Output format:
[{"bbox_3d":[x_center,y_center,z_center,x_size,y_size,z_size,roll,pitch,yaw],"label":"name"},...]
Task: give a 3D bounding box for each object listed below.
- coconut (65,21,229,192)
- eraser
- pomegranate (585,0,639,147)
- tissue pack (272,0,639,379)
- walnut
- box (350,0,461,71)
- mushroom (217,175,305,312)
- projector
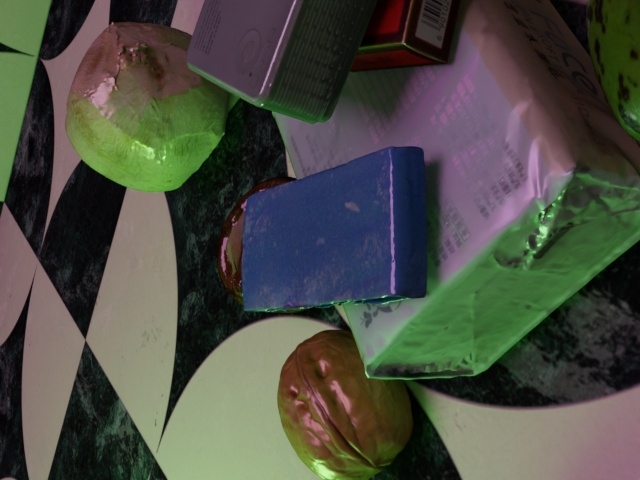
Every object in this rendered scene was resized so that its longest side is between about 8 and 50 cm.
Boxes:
[{"bbox_3d":[-0.308,-0.251,1.548,0.254,0.297,0.297,-37,54,48],"label":"coconut"},{"bbox_3d":[0.000,0.000,0.895,0.312,0.042,0.144,-11,76,58],"label":"eraser"},{"bbox_3d":[0.327,-0.158,0.658,0.270,0.254,0.254,123,142,-57],"label":"pomegranate"},{"bbox_3d":[0.140,-0.102,0.935,0.332,0.205,0.405,-51,45,36],"label":"tissue pack"},{"bbox_3d":[0.028,0.204,1.073,0.165,0.165,0.197,-51,47,36],"label":"walnut"},{"bbox_3d":[0.079,-0.294,0.846,0.153,0.074,0.240,10,86,57],"label":"box"},{"bbox_3d":[-0.048,0.011,1.260,0.231,0.138,0.194,2,70,44],"label":"mushroom"},{"bbox_3d":[-0.021,-0.260,0.830,0.192,0.099,0.257,35,108,50],"label":"projector"}]
